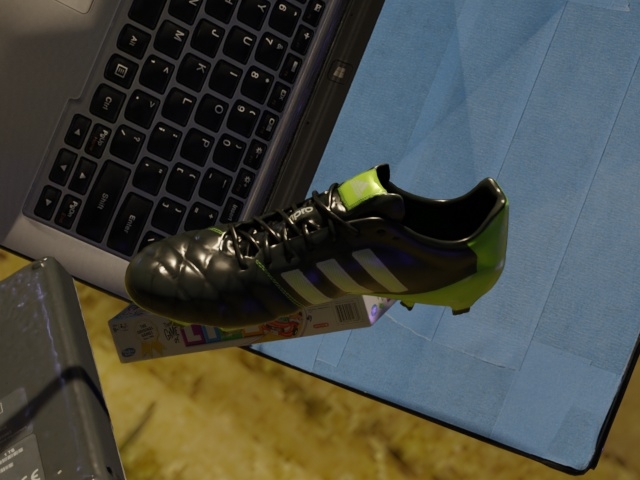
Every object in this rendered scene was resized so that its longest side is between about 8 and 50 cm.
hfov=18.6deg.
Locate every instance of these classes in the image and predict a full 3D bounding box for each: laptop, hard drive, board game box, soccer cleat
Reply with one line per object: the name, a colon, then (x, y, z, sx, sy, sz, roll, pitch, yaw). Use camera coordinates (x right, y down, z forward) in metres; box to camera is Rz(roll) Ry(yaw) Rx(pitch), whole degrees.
laptop: (0.011, -0.122, 1.157, 0.408, 0.382, 0.236, 26, -8, -30)
hard drive: (-0.120, 0.071, 0.688, 0.022, 0.094, 0.135, 53, 8, -38)
board game box: (-0.025, 0.027, 1.068, 0.103, 0.154, 0.026, -40, 117, -60)
soccer cleat: (0.000, 0.000, 0.888, 0.179, 0.072, 0.060, -4, 42, -15)
